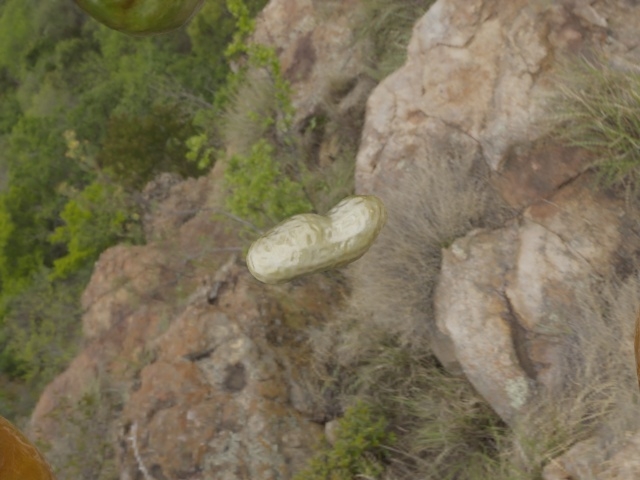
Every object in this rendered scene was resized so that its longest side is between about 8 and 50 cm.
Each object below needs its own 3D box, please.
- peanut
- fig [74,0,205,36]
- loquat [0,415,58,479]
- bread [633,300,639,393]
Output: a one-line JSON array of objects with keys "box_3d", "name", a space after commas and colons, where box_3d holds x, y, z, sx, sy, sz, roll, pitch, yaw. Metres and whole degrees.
[{"box_3d": [0.000, 0.000, 0.432, 0.083, 0.037, 0.037, -24, 54, -20], "name": "peanut"}, {"box_3d": [-0.177, -0.292, 0.738, 0.181, 0.181, 0.191, 52, 134, 33], "name": "fig"}, {"box_3d": [-0.371, 0.268, 0.643, 0.328, 0.328, 0.329, -10, 72, 33], "name": "loquat"}, {"box_3d": [0.297, 0.104, 0.556, 0.133, 0.250, 0.179, -9, 63, 11], "name": "bread"}]
